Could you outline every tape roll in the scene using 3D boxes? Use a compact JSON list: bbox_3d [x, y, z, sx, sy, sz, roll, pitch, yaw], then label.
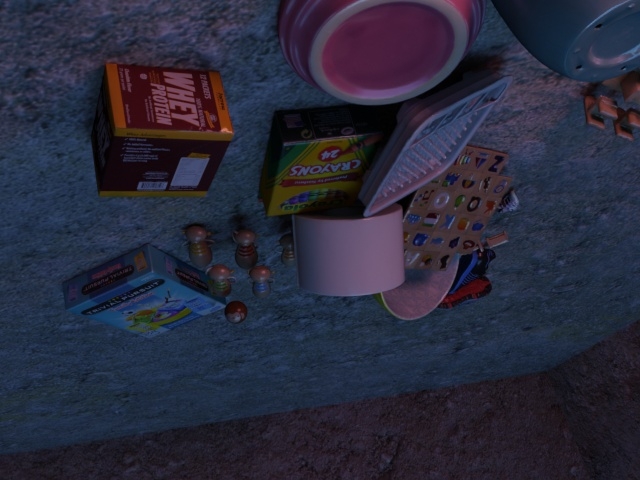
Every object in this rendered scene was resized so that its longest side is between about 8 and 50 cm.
[{"bbox_3d":[0.065,0.011,1.613,0.246,0.169,0.246,-4,-167,1],"label":"tape roll"}]

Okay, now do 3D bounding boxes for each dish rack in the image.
[{"bbox_3d":[0.207,-0.199,1.419,0.286,0.072,0.333,-31,163,-31],"label":"dish rack"}]

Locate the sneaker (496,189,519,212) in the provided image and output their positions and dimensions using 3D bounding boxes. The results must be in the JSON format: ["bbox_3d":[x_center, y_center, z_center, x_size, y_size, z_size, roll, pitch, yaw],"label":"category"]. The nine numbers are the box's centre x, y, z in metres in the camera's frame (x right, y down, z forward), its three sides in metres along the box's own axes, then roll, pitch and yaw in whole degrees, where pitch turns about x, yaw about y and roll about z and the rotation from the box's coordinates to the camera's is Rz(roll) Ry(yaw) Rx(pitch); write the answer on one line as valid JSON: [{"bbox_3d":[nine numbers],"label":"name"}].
[{"bbox_3d":[0.489,-0.096,1.919,0.069,0.038,0.098,-19,154,4],"label":"sneaker"}]

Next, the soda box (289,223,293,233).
[{"bbox_3d":[0.000,0.000,1.813,0.063,0.058,0.183,-27,153,23],"label":"soda box"}]

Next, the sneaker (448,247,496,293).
[{"bbox_3d":[0.462,0.098,2.250,0.091,0.081,0.232,1,149,-17],"label":"sneaker"}]

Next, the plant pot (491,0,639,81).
[{"bbox_3d":[0.404,-0.381,1.065,0.293,0.235,0.293,-13,155,-6],"label":"plant pot"}]

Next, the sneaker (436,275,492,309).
[{"bbox_3d":[0.438,0.191,2.401,0.262,0.104,0.125,-6,155,-19],"label":"sneaker"}]

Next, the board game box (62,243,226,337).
[{"bbox_3d":[-0.434,0.140,1.825,0.254,0.079,0.336,-24,154,16],"label":"board game box"}]

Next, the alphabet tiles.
[{"bbox_3d":[0.315,-0.069,1.733,0.285,0.011,0.342,4,122,-37],"label":"alphabet tiles"}]

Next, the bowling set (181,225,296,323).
[{"bbox_3d":[-0.175,0.077,1.664,0.287,0.199,0.154,-2,151,-4],"label":"bowling set"}]

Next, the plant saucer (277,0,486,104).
[{"bbox_3d":[0.101,-0.324,1.138,0.332,0.084,0.332,-6,152,-3],"label":"plant saucer"}]

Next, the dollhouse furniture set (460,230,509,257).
[{"bbox_3d":[0.420,-0.016,2.023,0.182,0.101,0.161,-22,178,12],"label":"dollhouse furniture set"}]

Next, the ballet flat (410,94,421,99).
[{"bbox_3d":[0.199,-0.322,1.297,0.052,0.057,0.168,31,131,-19],"label":"ballet flat"}]

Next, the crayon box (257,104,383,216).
[{"bbox_3d":[-0.010,-0.145,1.486,0.202,0.081,0.318,-9,154,-15],"label":"crayon box"}]

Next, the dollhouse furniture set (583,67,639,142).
[{"bbox_3d":[0.711,-0.329,1.514,0.242,0.161,0.212,18,144,-15],"label":"dollhouse furniture set"}]

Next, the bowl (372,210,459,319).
[{"bbox_3d":[0.209,0.046,1.877,0.290,0.289,0.156,7,-171,-40],"label":"bowl"}]

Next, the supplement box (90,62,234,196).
[{"bbox_3d":[-0.272,-0.178,1.213,0.191,0.129,0.194,-2,151,-26],"label":"supplement box"}]
